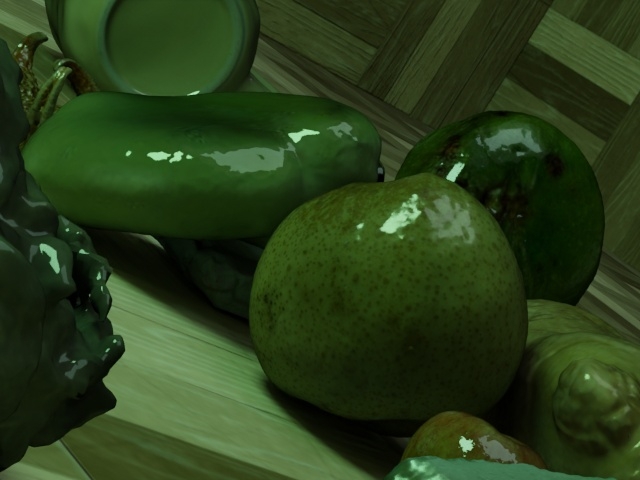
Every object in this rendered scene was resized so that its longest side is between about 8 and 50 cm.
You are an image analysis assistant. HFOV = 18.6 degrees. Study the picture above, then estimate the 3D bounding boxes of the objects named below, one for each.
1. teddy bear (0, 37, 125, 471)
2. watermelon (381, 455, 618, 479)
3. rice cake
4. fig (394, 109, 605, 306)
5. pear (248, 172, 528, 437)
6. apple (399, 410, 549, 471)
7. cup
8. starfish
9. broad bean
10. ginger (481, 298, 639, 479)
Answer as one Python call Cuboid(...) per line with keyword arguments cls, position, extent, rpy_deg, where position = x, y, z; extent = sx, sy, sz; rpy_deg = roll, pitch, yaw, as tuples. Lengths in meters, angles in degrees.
Cuboid(cls="teddy bear", position=(-0.206, -0.075, 0.671), extent=(0.367, 0.224, 0.357), rpy_deg=(35, 22, 3))
Cuboid(cls="watermelon", position=(0.102, 0.171, 0.809), extent=(0.154, 0.094, 0.241), rpy_deg=(20, 15, -27))
Cuboid(cls="rice cake", position=(-0.014, 0.038, 1.288), extent=(0.211, 0.038, 0.124), rpy_deg=(25, 11, -40))
Cuboid(cls="fig", position=(0.119, -0.010, 1.668), extent=(0.203, 0.203, 0.235), rpy_deg=(28, -13, -26))
Cuboid(cls="pear", position=(0.041, 0.038, 1.099), extent=(0.167, 0.137, 0.167), rpy_deg=(5, -11, 1))
Cuboid(cls="apple", position=(0.076, 0.127, 0.981), extent=(0.084, 0.071, 0.084), rpy_deg=(32, 0, 0))
Cuboid(cls="cup", position=(-0.135, -0.166, 1.753), extent=(0.255, 0.173, 0.202), rpy_deg=(65, -6, -22))
Cuboid(cls="starfish", position=(-0.189, -0.099, 1.324), extent=(0.146, 0.074, 0.190), rpy_deg=(27, 9, -38))
Cuboid(cls="broad bean", position=(-0.069, -0.046, 1.194), extent=(0.228, 0.100, 0.169), rpy_deg=(3, 13, -25))
Cuboid(cls="ginger", position=(0.165, 0.122, 1.138), extent=(0.190, 0.126, 0.354), rpy_deg=(49, -3, -23))
